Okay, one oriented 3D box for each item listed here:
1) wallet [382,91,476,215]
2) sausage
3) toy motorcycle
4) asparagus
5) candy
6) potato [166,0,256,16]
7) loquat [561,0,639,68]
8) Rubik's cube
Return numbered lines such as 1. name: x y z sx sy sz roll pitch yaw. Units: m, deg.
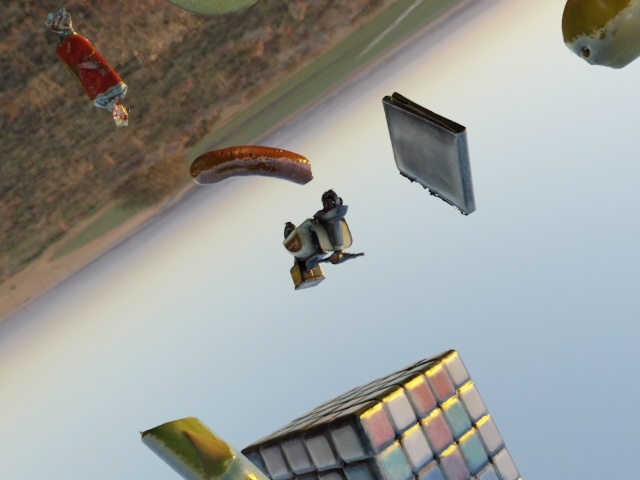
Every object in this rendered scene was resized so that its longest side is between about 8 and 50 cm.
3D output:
1. wallet: 0.184 -0.154 1.102 0.036 0.167 0.222 -28 -143 -15
2. sausage: -0.159 -0.178 1.535 0.302 0.076 0.103 -1 132 -24
3. toy motorcycle: 0.000 0.000 1.397 0.091 0.157 0.263 -11 164 -30
4. asparagus: -0.064 0.269 0.651 0.067 0.278 0.060 -46 -179 20
5. candy: -0.521 -0.388 1.459 0.086 0.292 0.059 -39 -168 -13
6. potato: -0.166 -0.387 0.793 0.158 0.203 0.178 51 -50 50
7. loquat: 0.648 -0.510 1.413 0.213 0.213 0.246 -48 156 -60
8. Rubik's cube: 0.103 0.377 0.999 0.287 0.292 0.293 -16 165 -47
